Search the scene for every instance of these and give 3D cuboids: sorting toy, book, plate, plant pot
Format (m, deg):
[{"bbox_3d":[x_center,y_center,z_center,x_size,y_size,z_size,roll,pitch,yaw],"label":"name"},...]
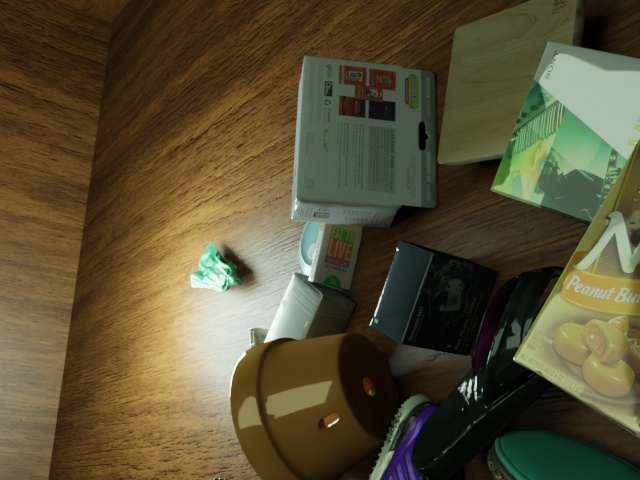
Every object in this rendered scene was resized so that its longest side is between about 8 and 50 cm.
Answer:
[{"bbox_3d":[0.332,-0.253,1.219,0.257,0.089,0.255,-4,74,54],"label":"sorting toy"},{"bbox_3d":[0.031,0.024,1.527,0.035,0.096,0.144,4,81,54],"label":"book"},{"bbox_3d":[0.000,0.000,1.645,0.188,0.024,0.188,-25,58,47],"label":"plate"},{"bbox_3d":[0.007,0.292,1.320,0.203,0.291,0.290,-28,54,27],"label":"plant pot"},{"bbox_3d":[-0.130,0.241,1.720,0.075,0.045,0.083,-29,54,37],"label":"sorting toy"}]

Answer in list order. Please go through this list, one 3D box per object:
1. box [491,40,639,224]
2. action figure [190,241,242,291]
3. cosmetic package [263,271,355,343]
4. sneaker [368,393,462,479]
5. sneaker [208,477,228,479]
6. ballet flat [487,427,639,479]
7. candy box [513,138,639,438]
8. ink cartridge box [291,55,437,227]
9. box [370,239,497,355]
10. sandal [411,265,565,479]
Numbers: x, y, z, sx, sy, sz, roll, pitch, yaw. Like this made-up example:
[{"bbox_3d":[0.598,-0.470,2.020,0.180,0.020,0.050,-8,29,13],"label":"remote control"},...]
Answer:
[{"bbox_3d":[0.417,-0.125,0.988,0.322,0.058,0.232,24,97,36],"label":"box"},{"bbox_3d":[-0.267,0.087,1.951,0.232,0.063,0.137,18,90,59],"label":"action figure"},{"bbox_3d":[-0.036,0.203,1.547,0.127,0.107,0.238,34,103,51],"label":"cosmetic package"},{"bbox_3d":[0.157,0.411,1.193,0.146,0.102,0.293,21,94,55],"label":"sneaker"},{"bbox_3d":[-0.228,0.679,1.634,0.124,0.107,0.283,-56,38,35],"label":"sneaker"},{"bbox_3d":[0.397,0.360,0.853,0.483,0.164,0.182,0,103,53],"label":"ballet flat"},{"bbox_3d":[0.393,0.057,0.870,0.183,0.087,0.316,31,94,34],"label":"candy box"},{"bbox_3d":[0.087,-0.191,1.463,0.130,0.272,0.309,111,164,-71],"label":"ink cartridge box"},{"bbox_3d":[0.189,0.098,1.221,0.093,0.158,0.156,26,99,55],"label":"box"},{"bbox_3d":[0.263,0.156,1.040,0.445,0.107,0.167,-52,6,10],"label":"sandal"}]
